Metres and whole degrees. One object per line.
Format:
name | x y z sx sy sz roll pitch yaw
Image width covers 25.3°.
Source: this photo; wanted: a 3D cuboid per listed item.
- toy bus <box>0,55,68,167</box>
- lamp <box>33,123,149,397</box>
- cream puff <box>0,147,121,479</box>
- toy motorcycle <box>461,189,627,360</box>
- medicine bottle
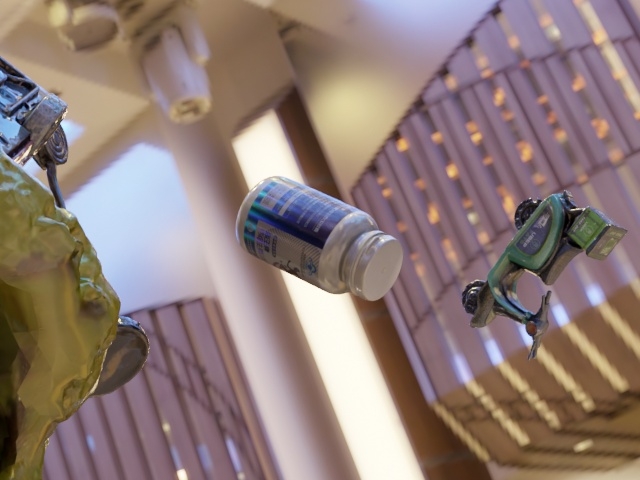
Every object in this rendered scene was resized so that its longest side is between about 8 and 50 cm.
toy bus | -0.421 -0.069 1.387 0.233 0.203 0.427 -50 7 21
lamp | -0.272 0.001 1.698 0.108 0.371 0.130 -21 -36 16
cream puff | -0.243 0.065 0.809 0.282 0.185 0.282 -6 -60 -11
toy motorcycle | 0.211 0.030 1.394 0.058 0.100 0.173 16 -65 -53
medicine bottle | 0.000 0.000 1.711 0.107 0.191 0.107 -35 -41 -39
